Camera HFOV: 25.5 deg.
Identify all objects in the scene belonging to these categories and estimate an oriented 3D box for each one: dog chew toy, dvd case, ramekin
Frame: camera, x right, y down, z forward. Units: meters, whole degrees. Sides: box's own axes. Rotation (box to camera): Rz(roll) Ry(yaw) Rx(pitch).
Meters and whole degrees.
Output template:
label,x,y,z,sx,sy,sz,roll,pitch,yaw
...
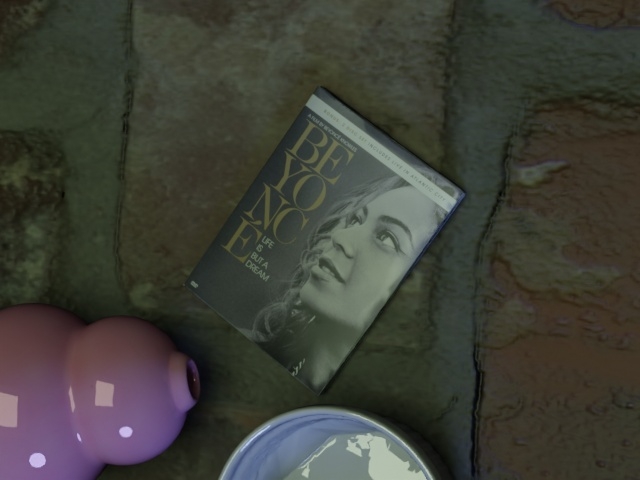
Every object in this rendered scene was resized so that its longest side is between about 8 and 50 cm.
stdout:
label,x,y,z,sx,sy,sz,roll,pitch,yaw
dog chew toy,-0.269,0.146,1.247,0.332,0.206,0.206,-10,85,11
dvd case,0.000,0.000,1.242,0.164,0.018,0.221,38,101,17
ramekin,0.021,0.237,1.181,0.207,0.109,0.207,-1,88,19
